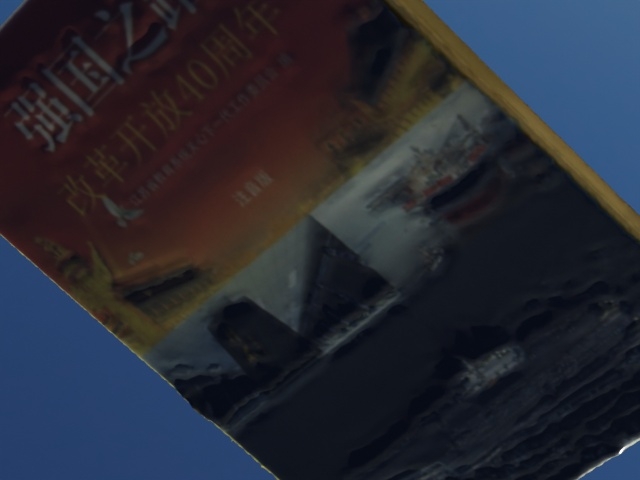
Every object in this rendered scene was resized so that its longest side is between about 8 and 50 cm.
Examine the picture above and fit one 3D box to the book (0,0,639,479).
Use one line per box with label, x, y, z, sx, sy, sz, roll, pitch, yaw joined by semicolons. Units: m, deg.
book;0.000;0.000;0.859;0.374;0.262;0.028;42;-145;-12
